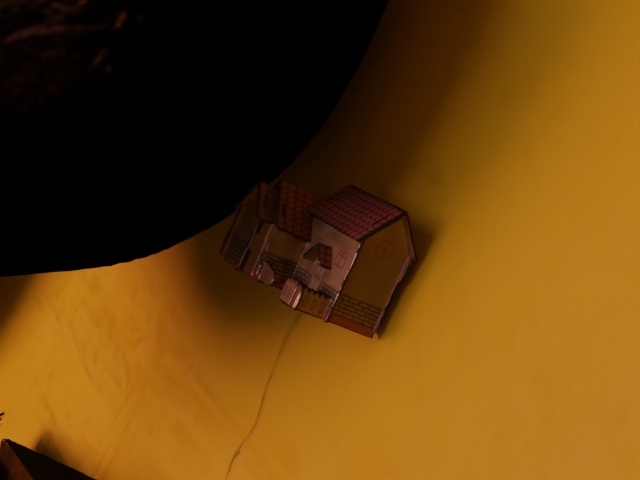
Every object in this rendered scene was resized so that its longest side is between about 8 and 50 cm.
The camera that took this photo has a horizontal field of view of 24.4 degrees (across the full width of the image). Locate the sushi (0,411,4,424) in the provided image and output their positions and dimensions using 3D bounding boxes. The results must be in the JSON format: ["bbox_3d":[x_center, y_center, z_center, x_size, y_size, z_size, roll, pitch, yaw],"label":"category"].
[{"bbox_3d":[-0.258,0.125,0.756,0.193,0.043,0.279,-26,4,-5],"label":"sushi"}]

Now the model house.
[{"bbox_3d":[0.000,0.000,0.663,0.058,0.057,0.083,-66,26,5],"label":"model house"}]

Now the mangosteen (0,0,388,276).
[{"bbox_3d":[-0.138,-0.156,0.767,0.435,0.382,0.382,60,-128,-76],"label":"mangosteen"}]

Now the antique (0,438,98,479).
[{"bbox_3d":[-0.104,0.172,0.664,0.081,0.080,0.221,-62,27,-1],"label":"antique"}]
